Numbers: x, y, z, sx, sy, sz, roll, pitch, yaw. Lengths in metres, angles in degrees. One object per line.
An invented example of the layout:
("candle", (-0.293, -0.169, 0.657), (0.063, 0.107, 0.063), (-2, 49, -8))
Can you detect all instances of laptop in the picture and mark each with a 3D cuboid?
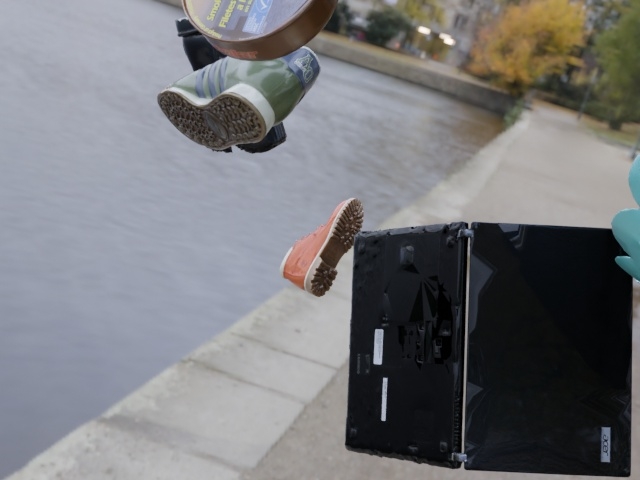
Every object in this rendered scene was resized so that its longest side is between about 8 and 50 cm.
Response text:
("laptop", (0.159, 0.105, 0.974), (0.136, 0.234, 0.264), (8, -9, -37))

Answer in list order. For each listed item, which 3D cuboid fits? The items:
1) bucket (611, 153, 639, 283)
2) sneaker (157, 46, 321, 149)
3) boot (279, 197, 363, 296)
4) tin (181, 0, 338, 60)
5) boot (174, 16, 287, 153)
("bucket", (0.382, -0.023, 0.736), (0.281, 0.281, 0.183), (5, 33, -46))
("sneaker", (-0.065, -0.126, 0.822), (0.064, 0.086, 0.192), (54, -20, -23))
("boot", (0.000, 0.000, 1.422), (0.084, 0.158, 0.059), (18, -20, 43))
("tin", (-0.025, -0.207, 0.655), (0.106, 0.190, 0.040), (16, -14, 22))
("boot", (-0.075, -0.234, 1.371), (0.246, 0.207, 0.094), (-8, 18, 24))
